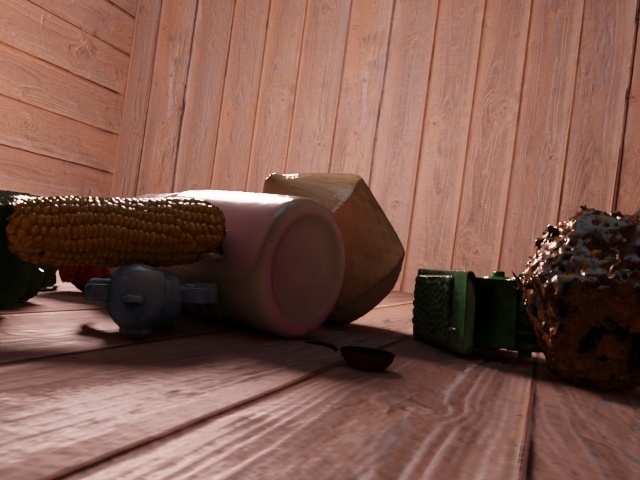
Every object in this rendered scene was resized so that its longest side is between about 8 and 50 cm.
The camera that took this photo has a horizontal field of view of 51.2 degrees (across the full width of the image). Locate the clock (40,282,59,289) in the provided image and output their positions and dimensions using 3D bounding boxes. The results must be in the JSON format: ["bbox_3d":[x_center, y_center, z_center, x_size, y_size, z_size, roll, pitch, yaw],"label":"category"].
[{"bbox_3d":[-0.611,0.054,1.250,0.236,0.053,0.236,7,-2,0],"label":"clock"}]

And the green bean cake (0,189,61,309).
[{"bbox_3d":[-0.493,0.007,0.934,0.307,0.169,0.300,8,1,38],"label":"green bean cake"}]

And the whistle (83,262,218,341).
[{"bbox_3d":[-0.230,0.076,0.900,0.180,0.093,0.269,2,-2,-6],"label":"whistle"}]

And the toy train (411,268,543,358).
[{"bbox_3d":[0.287,0.122,1.163,0.201,0.145,0.266,5,-3,-12],"label":"toy train"}]

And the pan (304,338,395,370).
[{"bbox_3d":[0.035,0.143,0.833,0.115,0.023,0.068,10,0,-1],"label":"pan"}]

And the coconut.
[{"bbox_3d":[0.000,0.000,1.308,0.328,0.329,0.329,7,-1,0],"label":"coconut"}]

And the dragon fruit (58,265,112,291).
[{"bbox_3d":[-0.413,0.021,1.285,0.172,0.172,0.209,7,10,15],"label":"dragon fruit"}]

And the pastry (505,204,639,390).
[{"bbox_3d":[0.398,0.072,0.932,0.274,0.275,0.193,6,-19,44],"label":"pastry"}]

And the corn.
[{"bbox_3d":[-0.259,-0.009,0.875,0.293,0.106,0.106,-2,5,-38],"label":"corn"}]

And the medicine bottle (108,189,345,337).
[{"bbox_3d":[-0.169,0.026,1.118,0.388,0.219,0.219,5,-2,37],"label":"medicine bottle"}]
